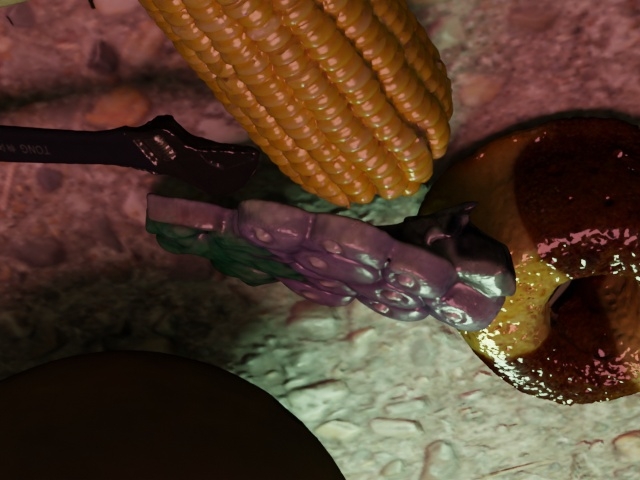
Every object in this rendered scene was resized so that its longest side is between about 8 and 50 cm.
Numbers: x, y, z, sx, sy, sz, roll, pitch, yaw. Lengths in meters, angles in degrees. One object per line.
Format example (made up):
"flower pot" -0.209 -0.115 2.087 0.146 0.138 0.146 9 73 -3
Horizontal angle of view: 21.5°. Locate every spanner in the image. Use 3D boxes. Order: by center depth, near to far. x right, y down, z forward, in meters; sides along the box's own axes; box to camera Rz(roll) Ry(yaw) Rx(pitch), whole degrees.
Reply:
"spanner" -0.129 -0.043 0.787 0.209 0.012 0.046 3 141 12

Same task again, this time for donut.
"donut" 0.140 0.018 0.888 0.166 0.073 0.184 -19 139 10

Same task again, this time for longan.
"longan" -0.110 0.208 0.899 0.319 0.319 0.319 -4 139 -3

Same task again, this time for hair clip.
"hair clip" 0.001 -0.001 0.827 0.195 0.052 0.124 7 157 24

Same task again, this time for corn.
"corn" -0.024 -0.108 0.707 0.093 0.093 0.244 -23 136 18

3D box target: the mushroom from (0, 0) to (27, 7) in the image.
"mushroom" -0.122 -0.194 0.533 0.246 0.202 0.246 1 96 6
